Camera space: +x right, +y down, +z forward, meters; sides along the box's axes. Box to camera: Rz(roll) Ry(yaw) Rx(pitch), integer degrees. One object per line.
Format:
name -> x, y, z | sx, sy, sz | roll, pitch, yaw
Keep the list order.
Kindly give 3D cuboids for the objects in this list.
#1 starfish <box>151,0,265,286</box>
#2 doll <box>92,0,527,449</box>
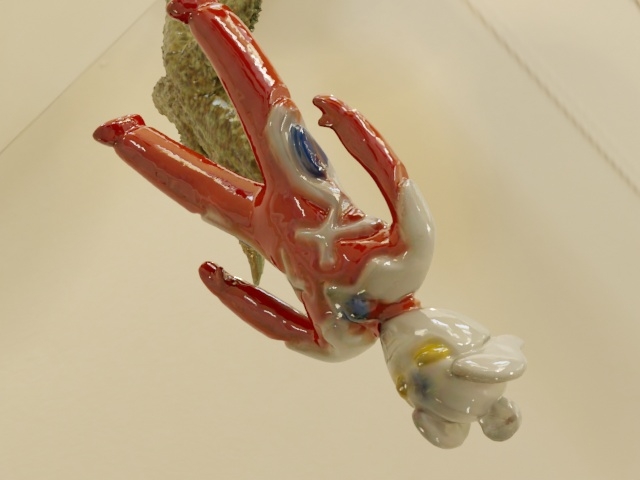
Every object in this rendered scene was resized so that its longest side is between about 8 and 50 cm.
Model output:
starfish -> -0.100, -0.123, 1.167 | 0.078, 0.358, 0.347 | -14, -88, -25
doll -> 0.000, 0.000, 0.932 | 0.384, 0.188, 0.099 | 43, -148, 14
